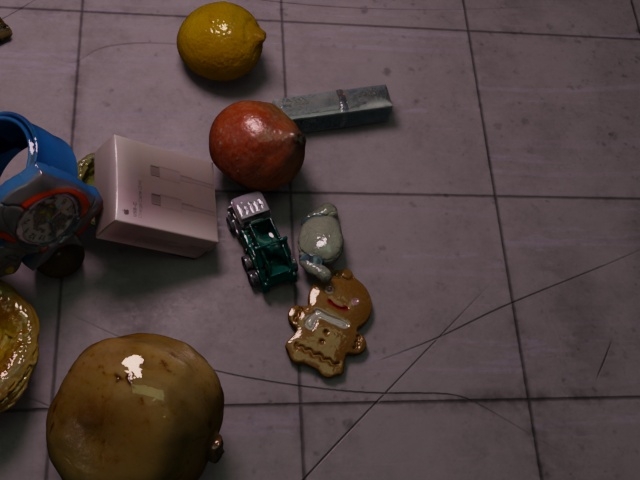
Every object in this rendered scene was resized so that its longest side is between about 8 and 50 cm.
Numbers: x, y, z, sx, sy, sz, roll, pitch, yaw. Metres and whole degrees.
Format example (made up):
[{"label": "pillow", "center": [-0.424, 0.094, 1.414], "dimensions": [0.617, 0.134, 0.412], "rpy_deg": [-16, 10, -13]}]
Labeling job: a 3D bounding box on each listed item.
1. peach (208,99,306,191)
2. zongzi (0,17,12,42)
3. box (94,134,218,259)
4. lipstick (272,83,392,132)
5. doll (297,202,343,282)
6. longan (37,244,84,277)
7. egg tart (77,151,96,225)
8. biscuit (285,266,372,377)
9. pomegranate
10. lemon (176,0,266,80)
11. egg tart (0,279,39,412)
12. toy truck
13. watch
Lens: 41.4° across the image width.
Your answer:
[{"label": "peach", "center": [-0.125, -0.213, 1.871], "dimensions": [0.232, 0.232, 0.232], "rpy_deg": [4, 64, -8]}, {"label": "zongzi", "center": [-0.786, -0.502, 2.020], "dimensions": [0.076, 0.040, 0.083], "rpy_deg": [-35, 63, -15]}, {"label": "box", "center": [-0.348, -0.088, 1.798], "dimensions": [0.251, 0.106, 0.203], "rpy_deg": [14, 59, -37]}, {"label": "lipstick", "center": [0.025, -0.314, 2.037], "dimensions": [0.289, 0.077, 0.076], "rpy_deg": [-11, 67, -13]}, {"label": "doll", "center": [0.000, 0.000, 1.883], "dimensions": [0.103, 0.071, 0.214], "rpy_deg": [0, 54, 2]}, {"label": "longan", "center": [-0.550, 0.026, 1.778], "dimensions": [0.106, 0.106, 0.119], "rpy_deg": [5, 24, -7]}, {"label": "egg tart", "center": [-0.460, -0.099, 1.841], "dimensions": [0.197, 0.078, 0.197], "rpy_deg": [15, 61, -29]}, {"label": "biscuit", "center": [0.025, 0.172, 1.832], "dimensions": [0.184, 0.035, 0.249], "rpy_deg": [27, 63, 4]}, {"label": "pomegranate", "center": [-0.327, 0.332, 1.548], "dimensions": [0.332, 0.332, 0.332], "rpy_deg": [4, 64, -8]}, {"label": "lemon", "center": [-0.239, -0.473, 2.016], "dimensions": [0.244, 0.187, 0.187], "rpy_deg": [2, 60, 27]}, {"label": "egg tart", "center": [-0.688, 0.219, 1.632], "dimensions": [0.319, 0.128, 0.319], "rpy_deg": [4, 58, -6]}, {"label": "toy truck", "center": [-0.125, -0.004, 1.844], "dimensions": [0.110, 0.116, 0.216], "rpy_deg": [-19, 69, -17]}, {"label": "watch", "center": [-0.622, -0.084, 1.673], "dimensions": [0.305, 0.241, 0.274], "rpy_deg": [-43, 63, 5]}]
